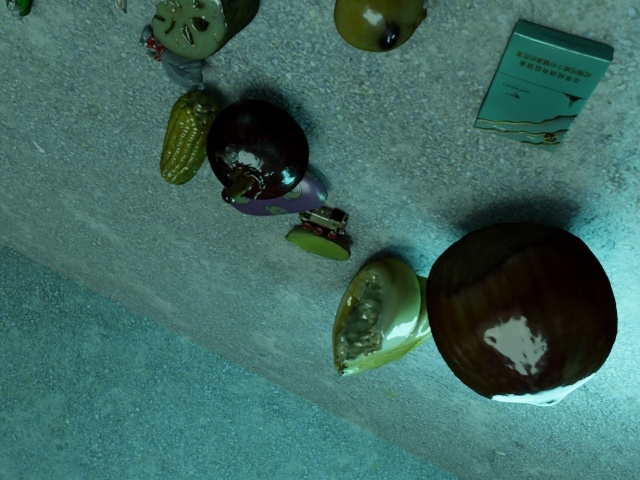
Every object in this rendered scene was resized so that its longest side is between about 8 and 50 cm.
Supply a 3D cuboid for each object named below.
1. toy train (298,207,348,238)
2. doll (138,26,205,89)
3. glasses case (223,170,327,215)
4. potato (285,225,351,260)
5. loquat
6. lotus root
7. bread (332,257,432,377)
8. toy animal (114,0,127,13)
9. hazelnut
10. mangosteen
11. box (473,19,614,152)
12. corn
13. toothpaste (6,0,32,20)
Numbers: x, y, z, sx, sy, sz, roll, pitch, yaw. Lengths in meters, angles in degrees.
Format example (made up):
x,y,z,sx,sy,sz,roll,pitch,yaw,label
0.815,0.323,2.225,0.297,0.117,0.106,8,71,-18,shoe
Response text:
x,y,z,sx,sy,sz,roll,pitch,yaw,label
0.006,-0.056,1.643,0.138,0.050,0.087,21,145,6,toy train
-0.316,-0.390,1.318,0.180,0.079,0.094,40,124,-2,doll
-0.122,-0.122,1.597,0.316,0.076,0.123,-4,140,38,glasses case
0.000,0.000,1.732,0.198,0.054,0.119,10,152,31,potato
0.091,-0.379,0.991,0.163,0.137,0.163,21,169,4,loquat
-0.208,-0.426,1.136,0.138,0.119,0.235,44,143,-22,lotus root
0.177,0.239,1.714,0.245,0.329,0.424,27,144,-7,bread
-0.426,-0.511,1.195,0.124,0.071,0.085,22,157,8,toy animal
0.435,0.159,1.362,0.421,0.420,0.353,5,-171,28,hazelnut
-0.147,-0.175,1.346,0.236,0.261,0.235,10,141,9,mangosteen
0.379,-0.261,1.072,0.162,0.041,0.229,20,149,7,box
-0.326,-0.246,1.505,0.120,0.120,0.363,30,150,-11,corn
-0.636,-0.555,1.300,0.078,0.047,0.248,30,147,-15,toothpaste
